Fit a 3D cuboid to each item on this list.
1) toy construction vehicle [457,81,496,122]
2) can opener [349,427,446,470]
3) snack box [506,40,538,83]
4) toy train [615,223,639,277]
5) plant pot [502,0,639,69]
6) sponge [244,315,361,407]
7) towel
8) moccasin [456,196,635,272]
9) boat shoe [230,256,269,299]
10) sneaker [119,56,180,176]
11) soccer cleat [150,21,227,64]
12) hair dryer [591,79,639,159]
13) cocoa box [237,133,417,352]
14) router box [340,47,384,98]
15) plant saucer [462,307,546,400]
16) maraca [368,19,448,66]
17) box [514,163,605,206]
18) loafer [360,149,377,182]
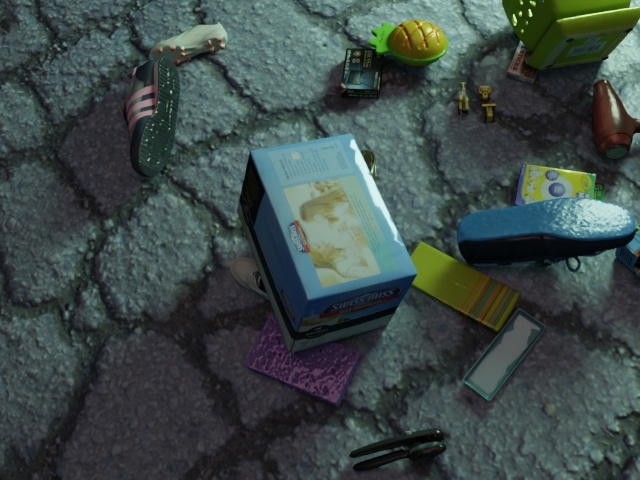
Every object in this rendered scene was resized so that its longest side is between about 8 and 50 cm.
[{"bbox_3d":[0.357,-0.319,1.764,0.085,0.035,0.098,2,66,9],"label":"toy construction vehicle"},{"bbox_3d":[0.145,0.393,1.456,0.186,0.073,0.059,-13,72,13],"label":"can opener"},{"bbox_3d":[0.496,-0.450,1.810,0.064,0.022,0.178,20,70,15],"label":"snack box"},{"bbox_3d":[0.685,0.001,1.544,0.184,0.080,0.105,-34,59,-7],"label":"toy train"},{"bbox_3d":[0.560,-0.511,1.707,0.228,0.227,0.207,-11,77,-7],"label":"plant pot"},{"bbox_3d":[-0.036,0.243,1.566,0.210,0.031,0.117,20,70,18],"label":"sponge"},{"bbox_3d":[0.285,0.095,1.594,0.237,0.021,0.102,29,67,21],"label":"towel"},{"bbox_3d":[0.452,-0.010,1.565,0.342,0.117,0.138,0,45,16],"label":"moccasin"},{"bbox_3d":[-0.121,0.088,1.632,0.184,0.063,0.066,40,76,22],"label":"boat shoe"},{"bbox_3d":[-0.422,-0.286,1.844,0.131,0.112,0.319,-7,60,24],"label":"sneaker"},{"bbox_3d":[-0.331,-0.497,1.939,0.196,0.068,0.076,-15,59,-6],"label":"soccer cleat"},{"bbox_3d":[0.693,-0.237,1.670,0.223,0.080,0.293,-33,69,-24],"label":"hair dryer"},{"bbox_3d":[0.000,0.000,1.531,0.231,0.228,0.347,-12,62,-20],"label":"cocoa box"},{"bbox_3d":[0.100,-0.398,1.838,0.092,0.038,0.122,4,66,10],"label":"router box"},{"bbox_3d":[0.362,0.225,1.521,0.067,0.018,0.192,36,74,22],"label":"plant saucer"},{"bbox_3d":[0.208,-0.467,1.817,0.185,0.099,0.127,9,54,8],"label":"maraca"},{"bbox_3d":[0.508,-0.097,1.635,0.179,0.043,0.105,10,68,11],"label":"box"},{"bbox_3d":[0.097,-0.142,1.716,0.056,0.050,0.148,1,50,5],"label":"loafer"}]
